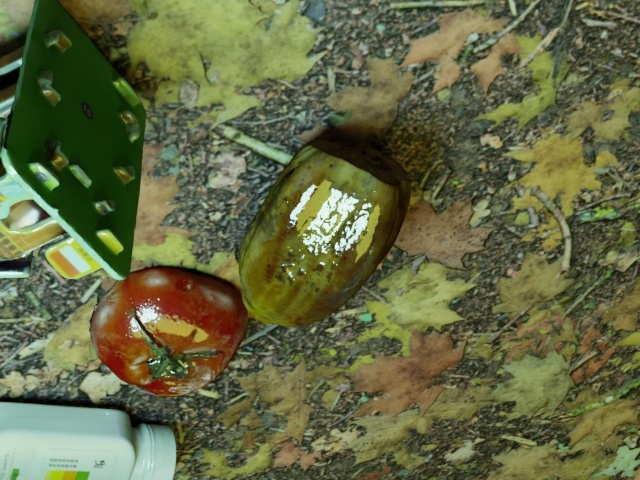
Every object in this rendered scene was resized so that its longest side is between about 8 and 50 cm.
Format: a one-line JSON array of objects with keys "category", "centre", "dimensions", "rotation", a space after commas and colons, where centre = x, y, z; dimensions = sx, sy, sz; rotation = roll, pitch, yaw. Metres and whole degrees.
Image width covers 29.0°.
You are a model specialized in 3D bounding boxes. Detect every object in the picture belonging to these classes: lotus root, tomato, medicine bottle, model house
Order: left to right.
[{"category": "model house", "centre": [-0.349, -0.027, 1.400], "dimensions": [0.323, 0.300, 0.340], "rotation": [-22, 131, 18]}, {"category": "medicine bottle", "centre": [-0.373, 0.323, 1.859], "dimensions": [0.296, 0.111, 0.161], "rotation": [8, 130, -27]}, {"category": "tomato", "centre": [-0.210, 0.146, 1.748], "dimensions": [0.227, 0.101, 0.228], "rotation": [-8, 138, -8]}, {"category": "lotus root", "centre": [0.000, -0.006, 1.629], "dimensions": [0.193, 0.193, 0.291], "rotation": [14, 125, -30]}]
